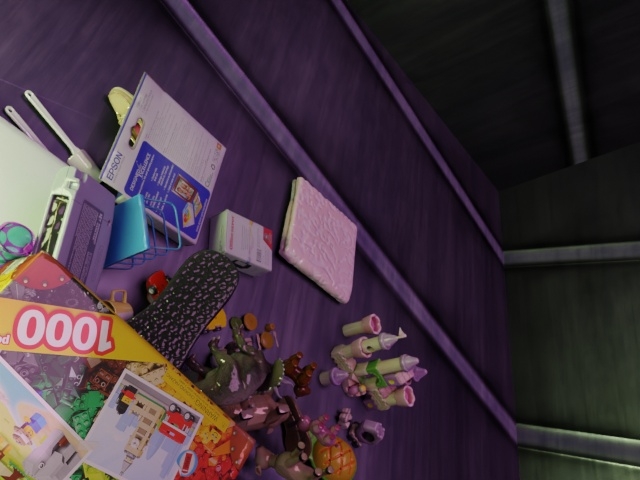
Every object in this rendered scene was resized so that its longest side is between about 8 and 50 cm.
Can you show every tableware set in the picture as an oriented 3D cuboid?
[{"bbox_3d":[-0.178,0.246,1.568,0.154,0.024,0.104,4,67,-52],"label":"tableware set"}]

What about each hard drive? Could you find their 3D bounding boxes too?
[{"bbox_3d":[-0.613,-0.107,1.114,0.353,0.047,0.233,42,48,-35],"label":"hard drive"}]

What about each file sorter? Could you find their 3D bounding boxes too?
[{"bbox_3d":[-0.400,-0.011,1.265,0.104,0.170,0.118,9,66,-56],"label":"file sorter"}]

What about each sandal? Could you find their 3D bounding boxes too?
[{"bbox_3d":[-0.065,0.501,1.562,0.049,0.072,0.180,22,49,-73],"label":"sandal"},{"bbox_3d":[-0.338,0.206,1.237,0.167,0.107,0.446,42,57,1],"label":"sandal"}]

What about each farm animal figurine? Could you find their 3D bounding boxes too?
[{"bbox_3d":[-0.127,0.437,1.413,0.327,0.172,0.330,20,42,-26],"label":"farm animal figurine"}]

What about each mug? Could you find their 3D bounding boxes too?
[{"bbox_3d":[-0.427,0.150,1.234,0.062,0.078,0.064,44,18,22],"label":"mug"}]

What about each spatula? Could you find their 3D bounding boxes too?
[{"bbox_3d":[-0.585,-0.191,1.239,0.242,0.019,0.168,55,43,-19],"label":"spatula"}]

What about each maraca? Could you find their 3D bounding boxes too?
[{"bbox_3d":[0.020,0.588,1.603,0.186,0.099,0.127,38,43,-2],"label":"maraca"}]

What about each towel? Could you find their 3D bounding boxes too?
[{"bbox_3d":[0.000,0.000,1.908,0.332,0.053,0.317,40,44,-37],"label":"towel"}]

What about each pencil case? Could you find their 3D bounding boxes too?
[{"bbox_3d":[-0.565,0.031,1.030,0.070,0.152,0.064,52,34,-6],"label":"pencil case"}]

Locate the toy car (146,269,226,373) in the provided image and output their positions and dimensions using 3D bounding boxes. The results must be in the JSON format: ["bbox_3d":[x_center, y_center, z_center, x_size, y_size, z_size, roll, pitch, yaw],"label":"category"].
[{"bbox_3d":[-0.333,0.214,1.343,0.239,0.053,0.225,39,45,-36],"label":"toy car"}]

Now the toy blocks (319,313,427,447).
[{"bbox_3d":[0.195,0.413,1.782,0.288,0.260,0.309,58,36,-17],"label":"toy blocks"}]

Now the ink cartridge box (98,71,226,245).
[{"bbox_3d":[-0.380,-0.188,1.413,0.307,0.072,0.303,41,52,-44],"label":"ink cartridge box"}]

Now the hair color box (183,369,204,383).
[{"bbox_3d":[-0.290,0.375,1.284,0.053,0.093,0.167,35,48,-39],"label":"hair color box"}]

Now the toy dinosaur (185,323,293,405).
[{"bbox_3d":[-0.188,0.287,1.260,0.313,0.121,0.160,-11,54,-51],"label":"toy dinosaur"}]

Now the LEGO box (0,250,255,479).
[{"bbox_3d":[-0.399,0.323,0.901,0.500,0.193,0.372,51,52,-26],"label":"LEGO box"}]

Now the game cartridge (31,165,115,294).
[{"bbox_3d":[-0.475,0.029,1.115,0.198,0.062,0.297,100,0,-77],"label":"game cartridge"}]

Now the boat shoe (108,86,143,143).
[{"bbox_3d":[-0.458,-0.291,1.418,0.170,0.063,0.059,56,31,-21],"label":"boat shoe"}]

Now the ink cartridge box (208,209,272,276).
[{"bbox_3d":[-0.216,0.009,1.588,0.175,0.072,0.127,27,53,-45],"label":"ink cartridge box"}]
